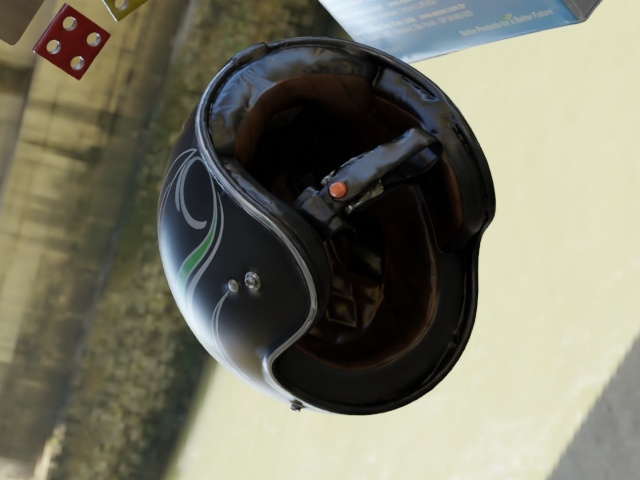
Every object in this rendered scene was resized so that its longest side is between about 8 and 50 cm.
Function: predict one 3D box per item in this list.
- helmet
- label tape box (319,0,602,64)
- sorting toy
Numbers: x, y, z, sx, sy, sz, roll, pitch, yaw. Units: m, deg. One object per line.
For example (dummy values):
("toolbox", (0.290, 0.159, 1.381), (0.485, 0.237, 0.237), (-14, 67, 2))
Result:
("helmet", (0.000, 0.000, 0.745), (0.161, 0.169, 0.169), (96, 175, -51))
("label tape box", (0.020, -0.280, 0.975), (0.115, 0.348, 0.249), (-50, 21, -20))
("sorting toy", (-0.249, -0.234, 1.138), (0.132, 0.274, 0.046), (-57, 37, 4))
